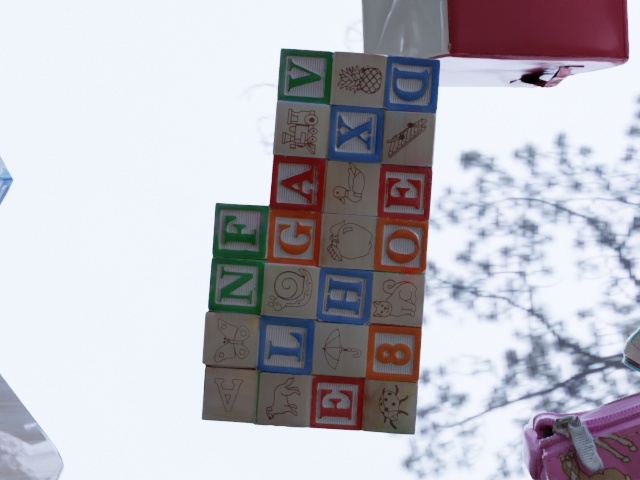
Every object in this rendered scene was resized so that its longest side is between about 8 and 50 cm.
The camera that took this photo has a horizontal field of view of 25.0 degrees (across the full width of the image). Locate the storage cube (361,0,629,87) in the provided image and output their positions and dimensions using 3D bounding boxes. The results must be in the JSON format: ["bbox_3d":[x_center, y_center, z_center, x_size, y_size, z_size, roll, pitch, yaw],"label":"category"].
[{"bbox_3d":[0.160,-0.252,1.376,0.183,0.193,0.215,175,-87,-67],"label":"storage cube"}]

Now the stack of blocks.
[{"bbox_3d":[0.000,0.000,1.166,0.171,0.087,0.297,4,-91,0],"label":"stack of blocks"}]

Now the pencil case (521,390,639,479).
[{"bbox_3d":[0.349,0.148,1.092,0.386,0.167,0.160,-22,-107,16],"label":"pencil case"}]

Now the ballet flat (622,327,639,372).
[{"bbox_3d":[0.332,0.118,1.242,0.052,0.168,0.057,-58,-154,3],"label":"ballet flat"}]

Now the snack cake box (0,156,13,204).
[{"bbox_3d":[-0.423,0.003,1.393,0.089,0.152,0.264,56,-50,24],"label":"snack cake box"}]

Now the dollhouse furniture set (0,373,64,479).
[{"bbox_3d":[-0.071,0.202,0.343,0.198,0.286,0.303,-43,-102,15],"label":"dollhouse furniture set"}]
